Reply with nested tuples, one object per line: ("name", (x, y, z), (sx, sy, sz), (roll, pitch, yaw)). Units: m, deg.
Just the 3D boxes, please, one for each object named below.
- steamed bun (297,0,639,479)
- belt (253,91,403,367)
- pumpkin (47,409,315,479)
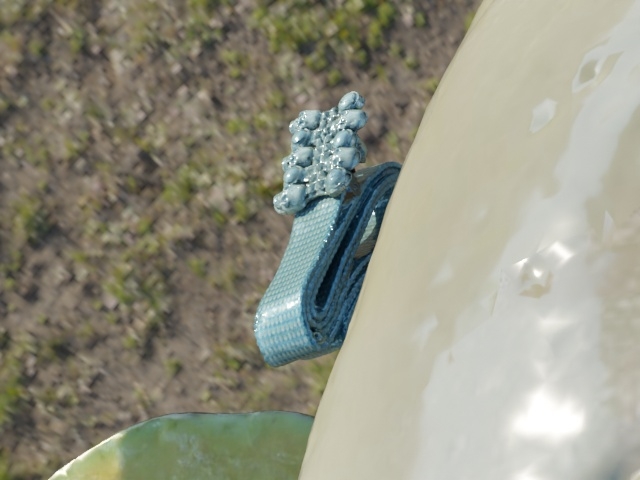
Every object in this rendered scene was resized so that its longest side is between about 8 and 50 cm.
("steamed bun", (0.160, 0.014, 0.406), (0.236, 0.247, 0.383), (-19, 36, 45))
("belt", (0.004, -0.001, 1.041), (0.065, 0.100, 0.179), (-18, 29, 34))
("pumpkin", (-0.007, 0.244, 0.747), (0.332, 0.199, 0.332), (-4, 80, 26))
